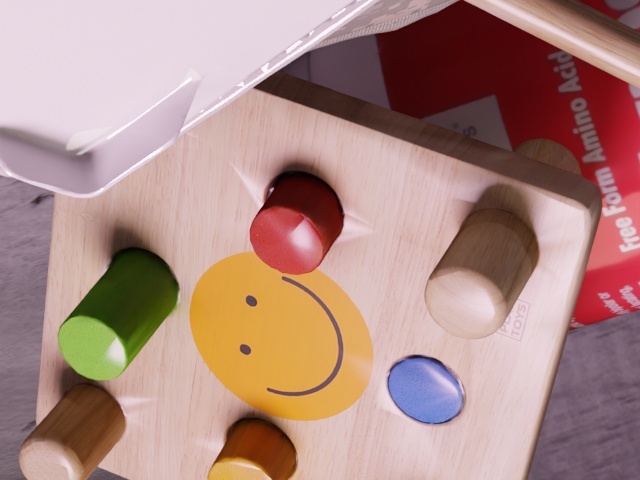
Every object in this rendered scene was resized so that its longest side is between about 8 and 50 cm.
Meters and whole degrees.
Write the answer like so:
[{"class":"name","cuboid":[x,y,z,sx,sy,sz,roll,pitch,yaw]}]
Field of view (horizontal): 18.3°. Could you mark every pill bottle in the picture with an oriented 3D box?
[{"class":"pill bottle","cuboid":[0.142,-0.074,1.044,0.407,0.229,0.229,-18,165,18]}]

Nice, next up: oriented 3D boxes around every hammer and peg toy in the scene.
[{"class":"hammer and peg toy","cuboid":[0.000,0.000,0.909,0.127,0.266,0.361,-53,159,-52]}]

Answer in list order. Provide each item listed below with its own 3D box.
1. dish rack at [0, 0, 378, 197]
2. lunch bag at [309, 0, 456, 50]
[{"class":"dish rack","cuboid":[-0.053,-0.116,0.479,0.333,0.072,0.285,-31,148,32]},{"class":"lunch bag","cuboid":[-0.047,-0.154,0.682,0.287,0.169,0.235,-5,164,-12]}]
